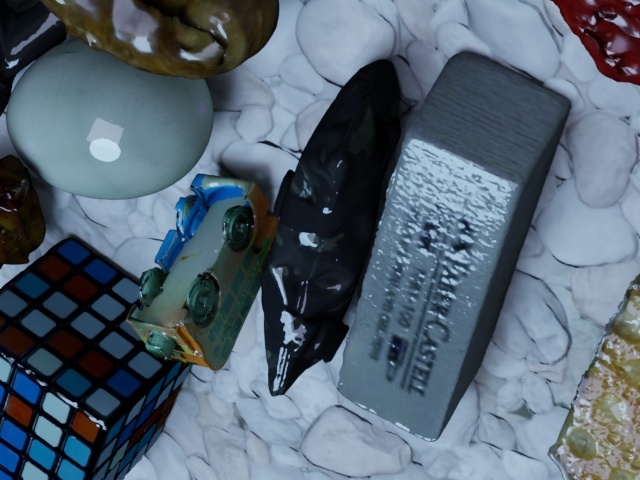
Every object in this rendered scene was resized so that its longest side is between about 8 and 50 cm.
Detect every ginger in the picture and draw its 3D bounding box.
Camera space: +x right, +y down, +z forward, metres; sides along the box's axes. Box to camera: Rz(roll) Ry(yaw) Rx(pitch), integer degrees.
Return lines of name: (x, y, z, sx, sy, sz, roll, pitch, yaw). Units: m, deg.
ginger: (-0.180, -0.251, 1.646, 0.321, 0.172, 0.165, 29, 111, -5)

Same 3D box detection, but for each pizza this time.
pizza: (0.278, 0.134, 1.667, 0.188, 0.080, 0.204, -28, 92, 19)

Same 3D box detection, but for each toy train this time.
toy train: (-0.106, 0.032, 1.786, 0.072, 0.188, 0.099, 11, 153, 26)

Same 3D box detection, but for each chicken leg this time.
chicken leg: (-0.299, -0.029, 1.856, 0.113, 0.093, 0.304, 58, 166, -5)

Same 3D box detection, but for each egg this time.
egg: (-0.192, -0.112, 1.763, 0.209, 0.151, 0.151, 2, 120, 34)

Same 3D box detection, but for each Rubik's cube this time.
Rubik's cube: (-0.251, 0.141, 1.945, 0.184, 0.187, 0.182, 32, 131, 10)

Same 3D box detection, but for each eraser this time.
eraser: (0.106, 0.012, 1.694, 0.111, 0.077, 0.353, 28, 130, 17)

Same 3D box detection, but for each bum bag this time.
bum bag: (0.000, 0.000, 1.713, 0.095, 0.144, 0.340, 21, 129, 5)

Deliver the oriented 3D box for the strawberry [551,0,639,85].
strawberry: (0.250, -0.241, 1.332, 0.257, 0.257, 0.277, -53, 52, 43)

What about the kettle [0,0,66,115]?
kettle: (-0.377, -0.221, 1.818, 0.271, 0.251, 0.207, 52, 164, -16)
